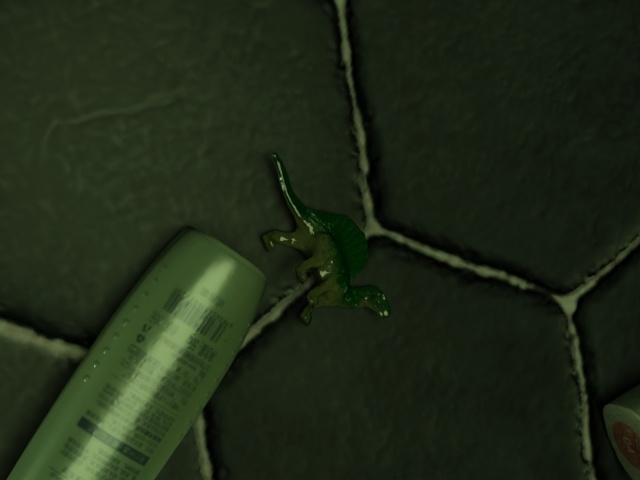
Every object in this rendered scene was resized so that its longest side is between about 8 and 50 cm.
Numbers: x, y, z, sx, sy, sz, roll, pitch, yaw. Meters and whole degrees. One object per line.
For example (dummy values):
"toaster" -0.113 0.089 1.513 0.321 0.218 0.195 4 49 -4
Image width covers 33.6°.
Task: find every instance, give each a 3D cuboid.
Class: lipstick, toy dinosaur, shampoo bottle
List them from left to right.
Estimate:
"shampoo bottle" -0.109 0.093 0.587 0.072 0.049 0.212 39 81 -20
"toy dinosaur" 0.000 0.001 0.633 0.060 0.029 0.120 -27 96 -30
"lipstick" 0.283 0.095 0.713 0.186 0.057 0.063 -27 101 -17
